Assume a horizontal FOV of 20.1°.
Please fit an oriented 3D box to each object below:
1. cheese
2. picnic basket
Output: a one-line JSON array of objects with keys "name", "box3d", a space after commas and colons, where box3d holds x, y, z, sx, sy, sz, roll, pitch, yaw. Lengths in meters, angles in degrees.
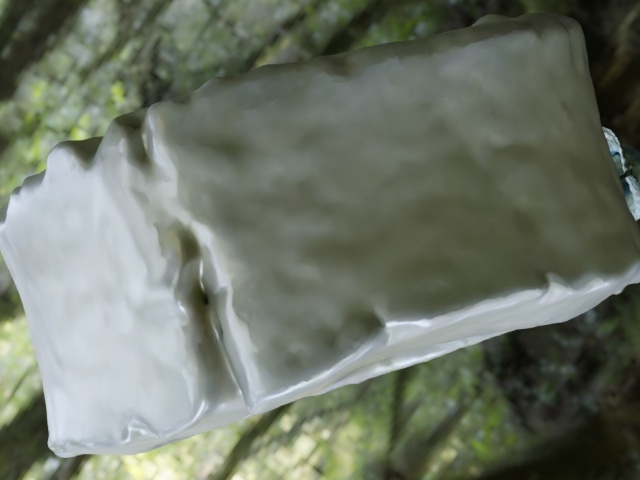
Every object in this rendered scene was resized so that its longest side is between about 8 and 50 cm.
[{"name": "cheese", "box3d": [-0.001, 0.003, 0.918, 0.292, 0.332, 0.153, -16, -96, -26]}, {"name": "picnic basket", "box3d": [0.231, -0.050, 1.444, 0.083, 0.065, 0.083, -24, -83, -43]}]
